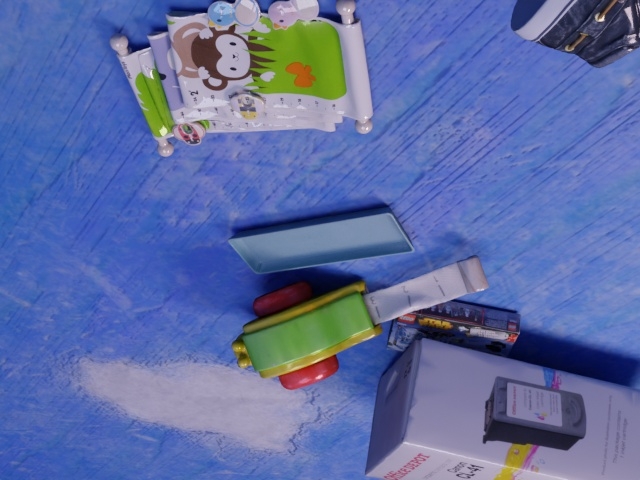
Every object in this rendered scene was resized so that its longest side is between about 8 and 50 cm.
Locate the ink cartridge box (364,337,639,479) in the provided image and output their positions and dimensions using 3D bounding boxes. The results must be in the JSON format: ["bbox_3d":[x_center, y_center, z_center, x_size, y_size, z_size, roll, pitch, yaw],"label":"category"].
[{"bbox_3d":[0.225,0.233,1.236,0.306,0.131,0.226,13,157,-4],"label":"ink cartridge box"}]

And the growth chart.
[{"bbox_3d":[-0.066,-0.144,0.926,0.237,0.021,0.172,-3,141,19],"label":"growth chart"}]

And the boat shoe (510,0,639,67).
[{"bbox_3d":[0.217,-0.193,0.744,0.083,0.065,0.183,20,150,-15],"label":"boat shoe"}]

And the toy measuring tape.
[{"bbox_3d":[0.018,0.088,1.131,0.330,0.121,0.121,-20,133,38],"label":"toy measuring tape"}]

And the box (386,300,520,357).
[{"bbox_3d":[0.148,0.104,1.195,0.137,0.027,0.094,11,147,1],"label":"box"}]

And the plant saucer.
[{"bbox_3d":[0.000,0.000,1.107,0.192,0.018,0.067,-10,139,26],"label":"plant saucer"}]
